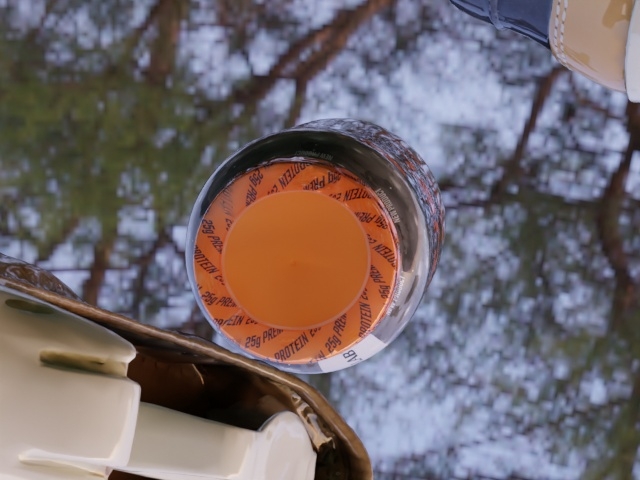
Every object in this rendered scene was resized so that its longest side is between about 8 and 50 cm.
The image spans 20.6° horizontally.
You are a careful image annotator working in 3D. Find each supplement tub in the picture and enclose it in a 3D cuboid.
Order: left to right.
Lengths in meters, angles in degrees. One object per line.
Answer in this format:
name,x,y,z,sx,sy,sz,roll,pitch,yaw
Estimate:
supplement tub,0.000,0.000,1.541,0.207,0.207,0.338,9,-172,6

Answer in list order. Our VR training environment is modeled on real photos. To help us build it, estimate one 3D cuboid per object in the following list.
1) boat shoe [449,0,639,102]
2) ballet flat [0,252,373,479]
boat shoe,0.199,-0.289,0.962,0.156,0.186,0.500,15,-121,18
ballet flat,-0.089,0.069,0.652,0.124,0.116,0.342,5,168,35
